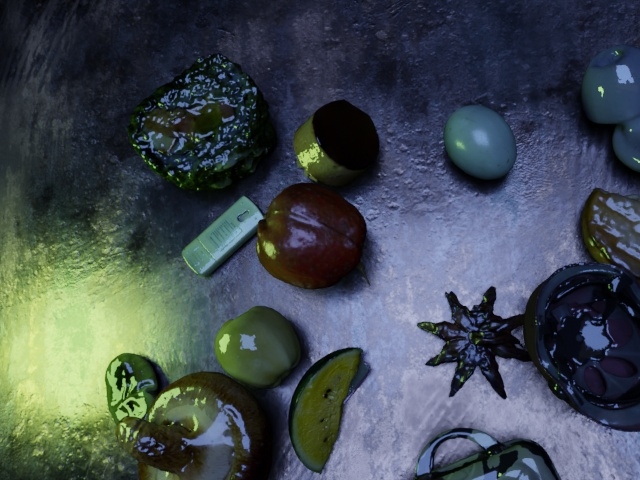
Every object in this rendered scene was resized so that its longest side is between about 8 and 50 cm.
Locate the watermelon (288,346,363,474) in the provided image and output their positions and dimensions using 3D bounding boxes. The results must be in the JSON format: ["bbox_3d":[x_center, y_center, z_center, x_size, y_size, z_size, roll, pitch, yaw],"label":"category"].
[{"bbox_3d":[-0.003,0.375,1.350,0.129,0.123,0.300,17,89,3],"label":"watermelon"}]

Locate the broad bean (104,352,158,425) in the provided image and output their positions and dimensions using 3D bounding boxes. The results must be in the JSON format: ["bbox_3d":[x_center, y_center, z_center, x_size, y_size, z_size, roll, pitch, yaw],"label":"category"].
[{"bbox_3d":[-0.468,0.385,1.480,0.153,0.072,0.206,-40,60,-1],"label":"broad bean"}]

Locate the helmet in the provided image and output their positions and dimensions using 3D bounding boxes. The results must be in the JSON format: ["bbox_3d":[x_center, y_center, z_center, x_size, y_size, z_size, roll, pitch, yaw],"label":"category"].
[{"bbox_3d":[0.558,0.214,1.221,0.271,0.197,0.338,-32,81,-5],"label":"helmet"}]

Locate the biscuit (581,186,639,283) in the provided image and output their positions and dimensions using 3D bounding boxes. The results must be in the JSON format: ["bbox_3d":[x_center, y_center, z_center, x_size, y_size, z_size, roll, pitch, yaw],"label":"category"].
[{"bbox_3d":[0.705,-0.005,1.295,0.274,0.091,0.213,22,80,15],"label":"biscuit"}]

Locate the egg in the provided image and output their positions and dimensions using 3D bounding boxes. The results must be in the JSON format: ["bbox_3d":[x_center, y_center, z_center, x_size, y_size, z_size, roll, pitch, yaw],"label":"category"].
[{"bbox_3d":[0.373,-0.228,1.390,0.149,0.149,0.192,-34,77,3],"label":"egg"}]

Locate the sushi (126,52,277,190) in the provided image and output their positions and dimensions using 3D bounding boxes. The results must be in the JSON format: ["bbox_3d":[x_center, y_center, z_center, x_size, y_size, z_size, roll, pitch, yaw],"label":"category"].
[{"bbox_3d":[-0.293,-0.283,1.535,0.352,0.178,0.294,-33,75,0],"label":"sushi"}]

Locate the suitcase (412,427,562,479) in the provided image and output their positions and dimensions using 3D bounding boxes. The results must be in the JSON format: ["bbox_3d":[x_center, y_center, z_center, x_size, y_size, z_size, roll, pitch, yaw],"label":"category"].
[{"bbox_3d":[0.321,0.550,1.195,0.352,0.194,0.339,-25,71,6],"label":"suitcase"}]

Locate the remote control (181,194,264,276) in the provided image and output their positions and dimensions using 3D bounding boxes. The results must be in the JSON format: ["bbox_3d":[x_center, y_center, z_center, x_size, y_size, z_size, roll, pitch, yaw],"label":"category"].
[{"bbox_3d":[-0.248,-0.010,1.534,0.233,0.038,0.098,-43,73,-1],"label":"remote control"}]

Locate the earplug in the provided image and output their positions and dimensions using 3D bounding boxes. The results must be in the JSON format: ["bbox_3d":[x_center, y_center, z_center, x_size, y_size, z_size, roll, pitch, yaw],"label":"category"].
[{"bbox_3d":[0.721,-0.289,1.315,0.214,0.175,0.325,-38,73,4],"label":"earplug"}]

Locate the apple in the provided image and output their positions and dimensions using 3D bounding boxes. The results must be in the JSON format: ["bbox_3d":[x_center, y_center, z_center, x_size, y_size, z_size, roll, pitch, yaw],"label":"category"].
[{"bbox_3d":[-0.144,0.245,1.374,0.200,0.200,0.199,-3,76,12],"label":"apple"}]

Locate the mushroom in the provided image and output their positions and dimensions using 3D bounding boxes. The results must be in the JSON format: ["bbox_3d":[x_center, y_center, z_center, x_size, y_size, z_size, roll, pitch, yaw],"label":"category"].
[{"bbox_3d":[-0.260,0.468,1.335,0.346,0.239,0.344,6,110,15],"label":"mushroom"}]

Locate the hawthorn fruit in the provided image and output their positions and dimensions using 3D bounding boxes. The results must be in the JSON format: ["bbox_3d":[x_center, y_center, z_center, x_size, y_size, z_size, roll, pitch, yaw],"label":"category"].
[{"bbox_3d":[-0.021,-0.012,1.379,0.262,0.258,0.258,-2,76,10],"label":"hawthorn fruit"}]

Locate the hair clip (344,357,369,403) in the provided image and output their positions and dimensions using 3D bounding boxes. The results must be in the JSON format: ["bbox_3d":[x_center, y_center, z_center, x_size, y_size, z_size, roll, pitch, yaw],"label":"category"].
[{"bbox_3d":[0.061,0.333,1.390,0.054,0.022,0.137,40,97,20],"label":"hair clip"}]

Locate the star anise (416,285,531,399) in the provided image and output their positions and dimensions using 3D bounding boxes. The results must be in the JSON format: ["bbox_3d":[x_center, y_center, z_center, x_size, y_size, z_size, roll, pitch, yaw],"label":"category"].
[{"bbox_3d":[0.343,0.226,1.315,0.272,0.102,0.271,-3,77,15],"label":"star anise"}]

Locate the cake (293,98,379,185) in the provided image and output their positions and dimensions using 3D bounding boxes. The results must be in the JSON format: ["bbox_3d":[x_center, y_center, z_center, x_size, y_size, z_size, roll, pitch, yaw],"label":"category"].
[{"bbox_3d":[0.023,-0.222,1.471,0.208,0.178,0.185,-37,92,-32],"label":"cake"}]
